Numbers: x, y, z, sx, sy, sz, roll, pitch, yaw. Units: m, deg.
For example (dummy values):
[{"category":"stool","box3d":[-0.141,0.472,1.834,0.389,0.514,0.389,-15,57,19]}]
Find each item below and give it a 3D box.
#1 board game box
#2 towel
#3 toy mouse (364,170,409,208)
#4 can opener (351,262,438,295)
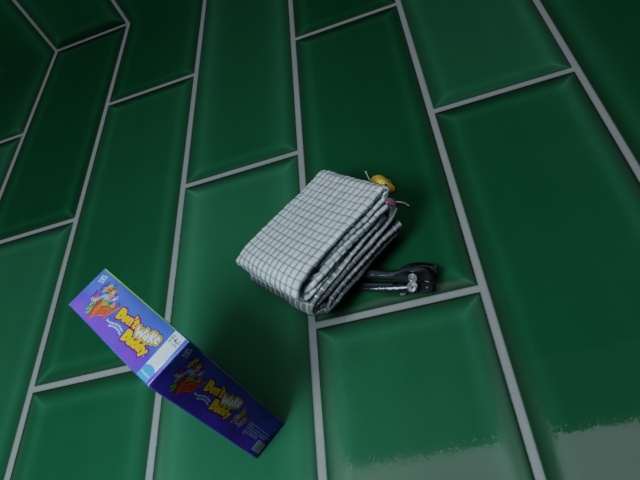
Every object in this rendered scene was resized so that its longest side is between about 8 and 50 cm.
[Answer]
[{"category":"board game box","box3d":[-0.224,0.212,0.906,0.233,0.347,0.078,29,70,36]},{"category":"towel","box3d":[0.000,0.000,1.093,0.283,0.121,0.235,-48,35,-15]},{"category":"toy mouse","box3d":[0.109,-0.085,1.191,0.161,0.031,0.143,30,71,36]},{"category":"can opener","box3d":[0.133,0.078,1.055,0.186,0.073,0.059,-6,92,23]}]
